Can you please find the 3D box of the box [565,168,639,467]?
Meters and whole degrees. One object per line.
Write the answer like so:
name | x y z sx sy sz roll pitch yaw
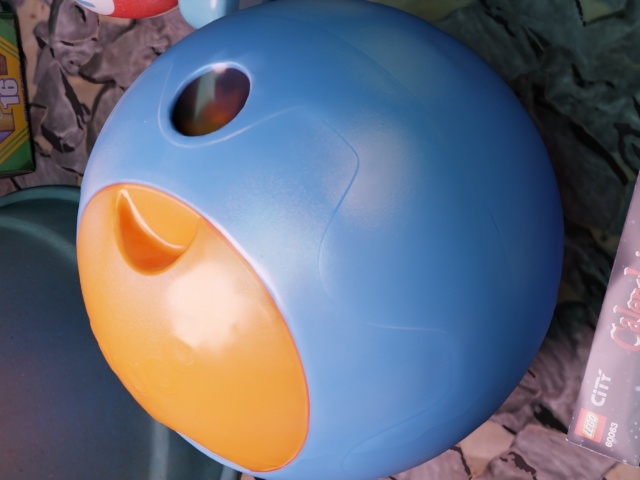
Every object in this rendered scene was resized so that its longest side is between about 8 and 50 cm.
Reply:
box | 0.212 -0.002 0.777 0.044 0.159 0.233 19 104 25

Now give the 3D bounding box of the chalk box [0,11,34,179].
chalk box | -0.339 -0.101 1.029 0.132 0.213 0.132 -5 93 28

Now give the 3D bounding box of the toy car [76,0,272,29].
toy car | -0.160 -0.254 0.904 0.219 0.238 0.210 26 107 24

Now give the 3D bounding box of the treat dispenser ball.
treat dispenser ball | 0.000 0.000 0.818 0.288 0.288 0.288 3 97 28

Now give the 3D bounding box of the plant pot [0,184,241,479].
plant pot | -0.281 0.143 0.957 0.341 0.334 0.341 4 98 27
